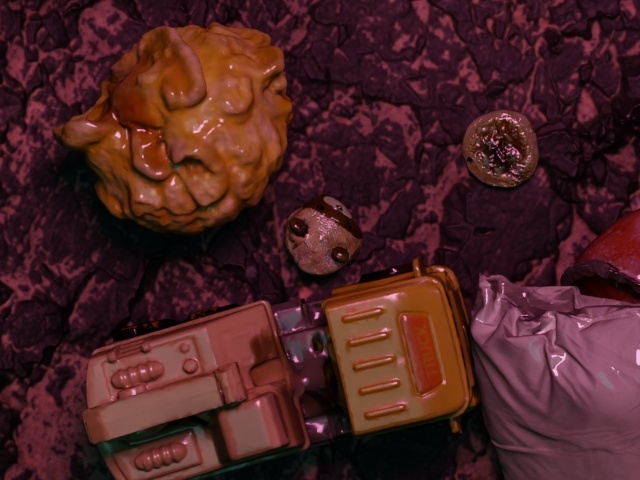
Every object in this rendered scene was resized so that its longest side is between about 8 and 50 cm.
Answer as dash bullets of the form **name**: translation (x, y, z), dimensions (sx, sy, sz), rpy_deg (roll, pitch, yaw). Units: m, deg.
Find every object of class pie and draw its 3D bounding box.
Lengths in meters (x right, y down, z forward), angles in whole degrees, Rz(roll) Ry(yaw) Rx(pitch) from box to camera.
- **pie**: translation (0.187, -0.094, 1.928), dimensions (0.084, 0.021, 0.084), rpy_deg (1, 97, 6)

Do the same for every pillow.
- **pillow**: translation (0.284, 0.174, 1.818), dimensions (0.283, 0.138, 0.310), rpy_deg (12, 128, 38)

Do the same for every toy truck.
- **toy truck**: translation (-0.045, 0.142, 1.874), dimensions (0.405, 0.254, 0.181), rpy_deg (-13, 91, 5)

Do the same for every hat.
- **hat**: translation (0.000, 0.000, 1.943), dimensions (0.076, 0.059, 0.077), rpy_deg (-35, 97, 14)

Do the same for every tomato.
- **tomato**: translation (0.372, 0.046, 1.866), dimensions (0.214, 0.181, 0.155), rpy_deg (43, 74, -4)

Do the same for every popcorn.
- **popcorn**: translation (-0.140, -0.119, 1.867), dimensions (0.217, 0.181, 0.235), rpy_deg (27, 124, -20)
